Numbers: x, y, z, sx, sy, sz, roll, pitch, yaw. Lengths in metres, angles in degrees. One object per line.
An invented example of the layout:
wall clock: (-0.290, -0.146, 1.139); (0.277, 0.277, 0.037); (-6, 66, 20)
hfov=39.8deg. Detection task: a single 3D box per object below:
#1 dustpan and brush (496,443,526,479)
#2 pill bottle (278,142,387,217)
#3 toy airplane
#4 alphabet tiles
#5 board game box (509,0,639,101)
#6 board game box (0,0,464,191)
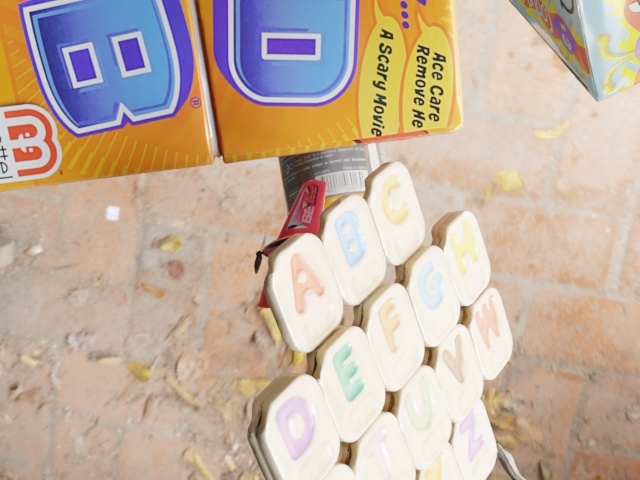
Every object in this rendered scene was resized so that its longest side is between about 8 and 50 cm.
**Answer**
dustpan and brush: (0.336, 0.406, 1.377); (0.060, 0.211, 0.147); (-2, 137, -22)
pill bottle: (0.015, -0.142, 1.332); (0.162, 0.162, 0.278); (-12, 75, 11)
toy airplane: (0.000, 0.000, 0.789); (0.151, 0.151, 0.028); (-33, 126, 14)
alphabet tiles: (0.059, 0.098, 0.630); (0.021, 0.284, 0.278); (-3, 116, 40)
board game box: (0.217, -0.214, 0.427); (0.275, 0.144, 0.142); (-26, 135, 4)
board game box: (-0.105, -0.273, 0.733); (0.356, 0.356, 0.356); (-8, 108, -1)
